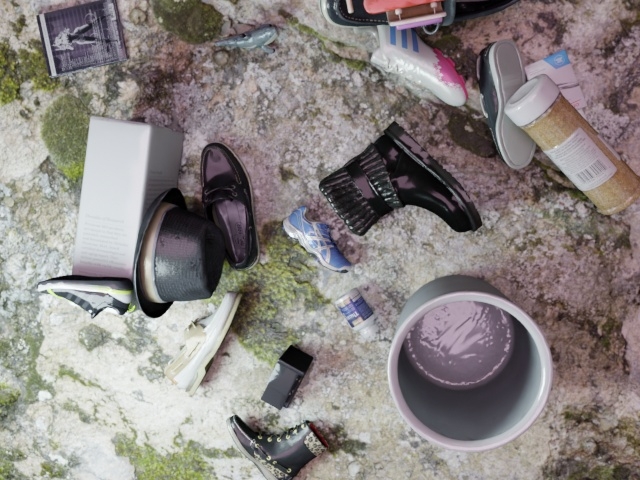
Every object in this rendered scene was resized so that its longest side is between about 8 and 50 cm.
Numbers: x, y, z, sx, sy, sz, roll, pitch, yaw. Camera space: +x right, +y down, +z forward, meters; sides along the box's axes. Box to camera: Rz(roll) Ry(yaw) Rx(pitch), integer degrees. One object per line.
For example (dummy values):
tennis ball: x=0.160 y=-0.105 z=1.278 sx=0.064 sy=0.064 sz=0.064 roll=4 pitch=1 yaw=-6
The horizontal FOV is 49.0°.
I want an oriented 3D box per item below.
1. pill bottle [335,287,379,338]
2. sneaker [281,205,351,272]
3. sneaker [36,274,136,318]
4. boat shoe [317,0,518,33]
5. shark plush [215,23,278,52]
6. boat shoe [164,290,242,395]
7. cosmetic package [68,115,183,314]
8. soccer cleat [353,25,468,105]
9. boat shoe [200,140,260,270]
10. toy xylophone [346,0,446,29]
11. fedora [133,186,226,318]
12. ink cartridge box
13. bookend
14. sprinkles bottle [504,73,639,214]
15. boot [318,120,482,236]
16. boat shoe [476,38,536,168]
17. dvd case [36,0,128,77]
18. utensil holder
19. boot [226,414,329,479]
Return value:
pill bottle: x=0.095 y=0.185 z=1.766 sx=0.067 sy=0.067 sz=0.120 roll=-35 pitch=89 yaw=9
sneaker: x=0.000 y=0.000 z=1.759 sx=0.211 sy=0.080 sz=0.081 roll=41 pitch=101 yaw=2
sneaker: x=-0.541 y=0.134 z=1.611 sx=0.234 sy=0.084 sz=0.097 roll=2 pitch=96 yaw=8
boat shoe: x=0.239 y=-0.564 z=1.554 sx=0.500 sy=0.156 sz=0.187 roll=-12 pitch=130 yaw=-16
shark plush: x=-0.183 y=-0.513 z=1.751 sx=0.161 sy=0.067 sz=0.073 roll=5 pitch=95 yaw=7
boat shoe: x=-0.303 y=0.251 z=1.802 sx=0.103 sy=0.113 sz=0.302 roll=29 pitch=98 yaw=-1
cosmetic package: x=-0.478 y=-0.064 z=1.744 sx=0.161 sy=0.230 sz=0.453 roll=10 pitch=95 yaw=7
soccer cleat: x=0.209 y=-0.428 z=1.678 sx=0.143 sy=0.116 sz=0.331 roll=-37 pitch=81 yaw=-6
boat shoe: x=-0.238 y=-0.086 z=1.767 sx=0.127 sy=0.113 sz=0.340 roll=-9 pitch=93 yaw=8
toy xylophone: x=0.147 y=-0.579 z=1.422 sx=0.236 sy=0.081 sz=0.323 roll=-17 pitch=96 yaw=6
fedora: x=-0.320 y=0.044 z=1.680 sx=0.152 sy=0.334 sz=0.334 roll=11 pitch=96 yaw=10
ink cartridge box: x=0.560 y=-0.346 z=1.666 sx=0.104 sy=0.060 sz=0.180 roll=-23 pitch=91 yaw=9
bookend: x=-0.093 y=0.361 z=1.759 sx=0.072 sy=0.157 sz=0.156 roll=28 pitch=97 yaw=5
sprinkles bottle: x=0.579 y=-0.215 z=1.602 sx=0.355 sy=0.121 sz=0.121 roll=43 pitch=99 yaw=-12
boot: x=0.190 y=-0.088 z=1.697 sx=0.260 sy=0.131 sz=0.348 roll=-43 pitch=77 yaw=2
boat shoe: x=0.441 y=-0.320 z=1.673 sx=0.114 sy=0.091 sz=0.303 roll=-7 pitch=94 yaw=-18
dvd case: x=-0.623 y=-0.530 z=1.836 sx=0.221 sy=0.018 sz=0.165 roll=-10 pitch=94 yaw=8
utensil holder: x=0.322 y=0.250 z=1.580 sx=0.327 sy=0.385 sz=0.328 roll=1 pitch=94 yaw=8
boot: x=-0.111 y=0.505 z=1.811 sx=0.178 sy=0.085 sz=0.236 roll=-39 pitch=95 yaw=7
